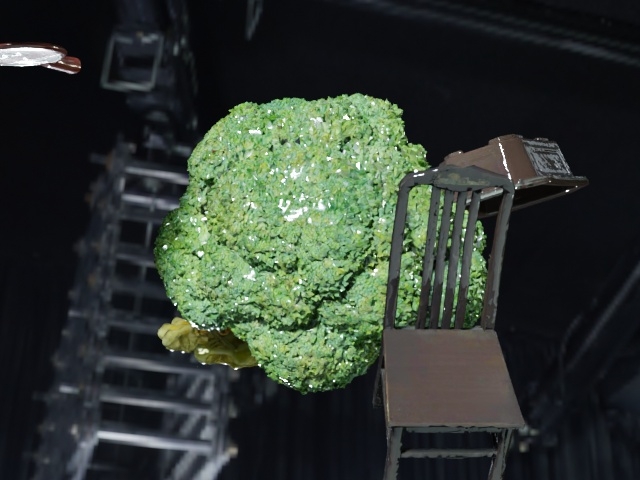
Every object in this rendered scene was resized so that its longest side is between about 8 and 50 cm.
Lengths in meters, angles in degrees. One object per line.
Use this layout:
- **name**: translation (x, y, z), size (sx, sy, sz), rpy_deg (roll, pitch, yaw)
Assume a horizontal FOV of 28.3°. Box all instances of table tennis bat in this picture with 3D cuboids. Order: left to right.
- **table tennis bat**: translation (-0.326, -0.211, 1.454), size (0.098, 0.019, 0.154), rpy_deg (-6, -3, 23)

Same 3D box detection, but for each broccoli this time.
- **broccoli**: translation (0.000, -0.009, 1.528), size (0.413, 0.310, 0.321), rpy_deg (-2, -63, 4)

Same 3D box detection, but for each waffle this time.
- **waffle**: translation (-0.099, 0.135, 1.816), size (0.261, 0.056, 0.250), rpy_deg (0, 8, 3)

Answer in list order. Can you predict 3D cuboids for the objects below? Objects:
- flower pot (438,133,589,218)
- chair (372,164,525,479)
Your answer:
- **flower pot**: translation (0.258, -0.092, 1.776), size (0.178, 0.084, 0.251), rpy_deg (-18, -7, 28)
- **chair**: translation (0.080, 0.064, 0.790), size (0.084, 0.101, 0.213), rpy_deg (0, -47, -5)
